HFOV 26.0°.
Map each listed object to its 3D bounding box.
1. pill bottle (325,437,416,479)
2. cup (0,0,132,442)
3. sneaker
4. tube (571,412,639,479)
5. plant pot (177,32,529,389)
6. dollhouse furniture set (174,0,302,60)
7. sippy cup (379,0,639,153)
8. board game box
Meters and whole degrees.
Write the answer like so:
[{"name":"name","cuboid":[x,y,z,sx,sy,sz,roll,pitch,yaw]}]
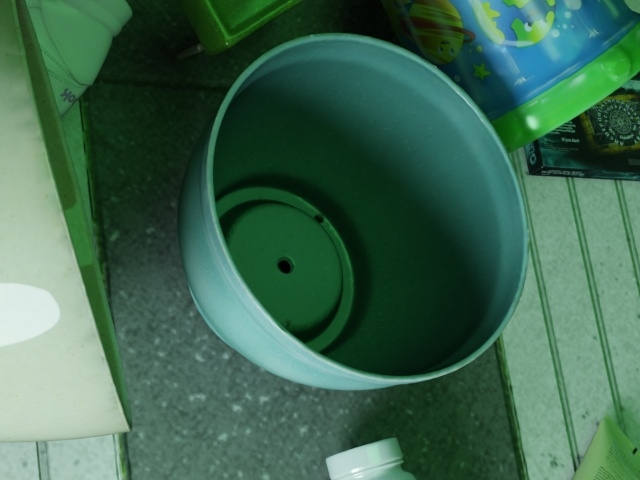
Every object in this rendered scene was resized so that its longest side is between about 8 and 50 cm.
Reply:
[{"name":"pill bottle","cuboid":[0.054,0.243,1.181,0.078,0.078,0.137,-9,77,-32]},{"name":"cup","cuboid":[-0.285,0.004,0.966,0.237,0.331,0.331,-15,78,-8]},{"name":"sneaker","cuboid":[-0.314,-0.203,1.118,0.305,0.114,0.152,24,87,-6]},{"name":"tube","cuboid":[0.248,0.273,1.299,0.240,0.062,0.070,-47,139,-38]},{"name":"plant pot","cuboid":[0.000,0.000,1.171,0.293,0.196,0.293,11,66,-26]},{"name":"dollhouse furniture set","cuboid":[-0.129,-0.317,1.197,0.151,0.197,0.301,-33,102,-22]},{"name":"sippy cup","cuboid":[0.164,-0.219,1.310,0.305,0.240,0.224,-38,100,-29]},{"name":"board game box","cuboid":[0.294,-0.128,1.492,0.186,0.026,0.126,2,70,-29]}]
